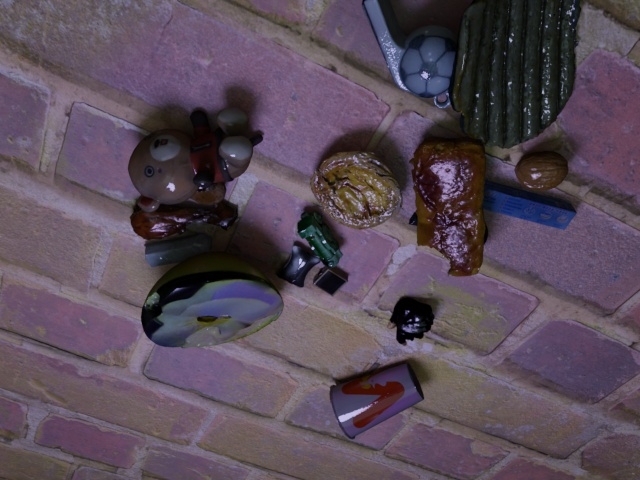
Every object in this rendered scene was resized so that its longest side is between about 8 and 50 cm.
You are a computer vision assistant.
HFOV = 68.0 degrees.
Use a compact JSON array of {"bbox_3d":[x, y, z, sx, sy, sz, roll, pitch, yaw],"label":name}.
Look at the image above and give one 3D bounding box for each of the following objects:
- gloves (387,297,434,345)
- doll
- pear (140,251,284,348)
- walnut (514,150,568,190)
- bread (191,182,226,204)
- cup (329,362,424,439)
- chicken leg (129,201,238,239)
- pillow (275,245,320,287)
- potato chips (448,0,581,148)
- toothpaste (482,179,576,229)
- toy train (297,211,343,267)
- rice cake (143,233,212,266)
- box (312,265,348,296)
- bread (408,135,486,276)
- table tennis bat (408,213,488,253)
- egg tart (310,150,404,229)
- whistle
[{"bbox_3d":[0.284,0.279,1.504,0.129,0.106,0.181,3,120,-2],"label":"gloves"},{"bbox_3d":[-0.309,-0.202,1.168,0.330,0.235,0.174,-13,158,8],"label":"doll"},{"bbox_3d":[-0.315,0.154,1.369,0.399,0.165,0.399,-12,146,-8],"label":"pear"},{"bbox_3d":[0.554,-0.177,1.193,0.124,0.105,0.105,6,125,12],"label":"walnut"},{"bbox_3d":[-0.305,-0.137,1.273,0.113,0.060,0.082,1,151,8],"label":"bread"},{"bbox_3d":[0.199,0.542,1.650,0.288,0.203,0.203,-26,119,11],"label":"cup"},{"bbox_3d":[-0.381,-0.064,1.321,0.304,0.093,0.113,-5,112,1],"label":"chicken leg"},{"bbox_3d":[-0.067,0.080,1.419,0.091,0.055,0.136,40,119,14],"label":"pillow"},{"bbox_3d":[0.416,-0.380,1.009,0.358,0.070,0.429,-29,131,-15],"label":"potato chips"},{"bbox_3d":[0.543,-0.097,1.274,0.272,0.053,0.066,13,128,-7],"label":"toothpaste"},{"bbox_3d":[0.000,0.000,1.331,0.071,0.104,0.178,-28,119,15],"label":"toy train"},{"bbox_3d":[-0.419,0.029,1.391,0.206,0.069,0.063,-11,123,8],"label":"rice cake"},{"bbox_3d":[0.029,0.119,1.449,0.083,0.035,0.079,32,119,-19],"label":"box"},{"bbox_3d":[0.331,-0.078,1.227,0.185,0.109,0.380,1,119,20],"label":"bread"},{"bbox_3d":[0.363,-0.023,1.346,0.236,0.027,0.150,18,121,-11],"label":"table tennis bat"},{"bbox_3d":[0.100,-0.140,1.241,0.252,0.098,0.232,25,128,-9],"label":"egg tart"},{"bbox_3d":[0.220,-0.414,1.016,0.163,0.163,0.290,-22,117,16],"label":"whistle"}]
